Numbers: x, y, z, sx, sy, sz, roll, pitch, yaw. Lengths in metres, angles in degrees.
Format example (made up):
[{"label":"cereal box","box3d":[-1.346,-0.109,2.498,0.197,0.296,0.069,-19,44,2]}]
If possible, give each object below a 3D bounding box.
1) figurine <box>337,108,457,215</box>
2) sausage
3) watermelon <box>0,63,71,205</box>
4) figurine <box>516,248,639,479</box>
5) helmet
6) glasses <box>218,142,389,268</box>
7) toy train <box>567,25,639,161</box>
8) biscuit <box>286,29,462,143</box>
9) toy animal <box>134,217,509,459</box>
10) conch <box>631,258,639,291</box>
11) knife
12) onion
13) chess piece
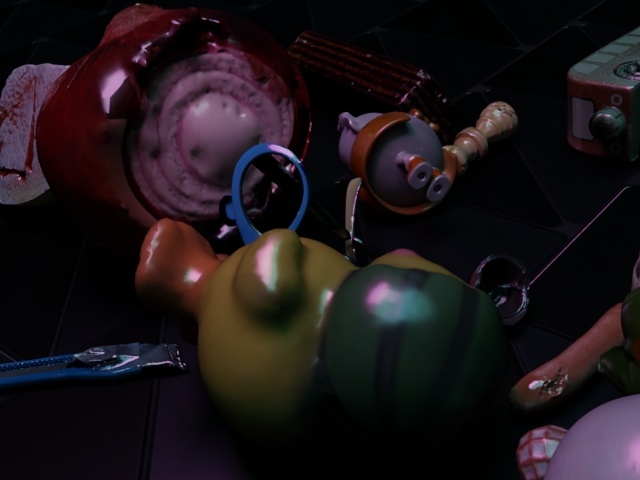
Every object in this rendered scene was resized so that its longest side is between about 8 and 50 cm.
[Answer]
[{"label":"figurine","box3d":[0.094,-0.121,1.146,0.143,0.143,0.271,-10,33,-3]},{"label":"sausage","box3d":[0.253,0.114,0.826,0.186,0.043,0.043,-29,38,-31]},{"label":"watermelon","box3d":[-0.363,-0.169,1.249,0.213,0.201,0.262,9,29,44]},{"label":"figurine","box3d":[0.266,0.133,0.615,0.281,0.167,0.370,-8,45,41]},{"label":"helmet","box3d":[0.187,0.060,0.917,0.065,0.049,0.084,24,63,-8]},{"label":"glasses","box3d":[0.019,-0.015,0.955,0.207,0.239,0.102,-28,-6,-38]},{"label":"toy train","box3d":[0.469,-0.226,1.239,0.326,0.129,0.159,-32,34,-33]},{"label":"biscuit","box3d":[0.069,-0.241,1.329,0.073,0.107,0.388,-48,36,-5]},{"label":"toy animal","box3d":[-0.002,0.098,0.774,0.338,0.216,0.191,11,70,20]},{"label":"conch","box3d":[0.382,0.085,0.774,0.137,0.143,0.250,-42,39,24]},{"label":"knife","box3d":[-0.288,0.140,0.913,0.297,0.026,0.044,-8,44,-1]},{"label":"onion","box3d":[-0.180,-0.125,1.070,0.341,0.341,0.341,-6,32,3]},{"label":"chess piece","box3d":[0.218,-0.138,1.219,0.060,0.060,0.172,20,45,36]}]
